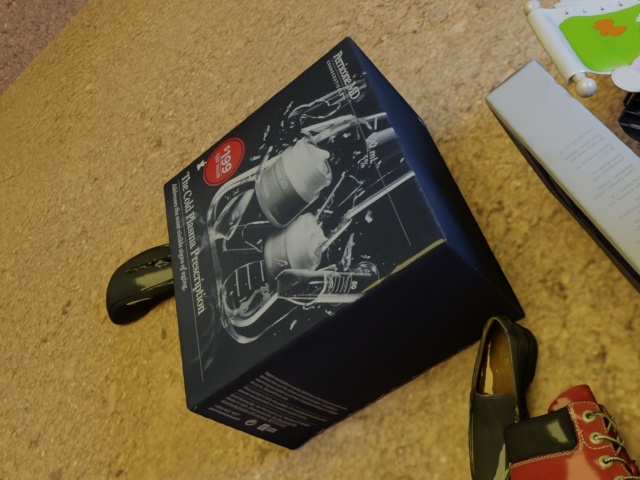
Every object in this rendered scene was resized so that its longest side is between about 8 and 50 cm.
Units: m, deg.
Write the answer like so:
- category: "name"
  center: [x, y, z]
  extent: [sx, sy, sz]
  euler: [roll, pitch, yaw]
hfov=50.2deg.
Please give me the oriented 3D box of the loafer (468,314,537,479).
- category: "loafer"
  center: [0.159, 0.151, 0.629]
  extent: [0.062, 0.061, 0.170]
  euler: [-10, 58, 36]

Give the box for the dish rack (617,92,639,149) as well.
- category: "dish rack"
  center: [0.413, -0.168, 0.609]
  extent: [0.272, 0.074, 0.208]
  euler: [-56, 41, 0]

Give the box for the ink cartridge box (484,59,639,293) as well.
- category: "ink cartridge box"
  center: [0.268, 0.015, 0.535]
  extent: [0.069, 0.175, 0.371]
  euler: [-37, 45, 16]

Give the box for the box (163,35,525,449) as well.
- category: "box"
  center: [0.000, 0.000, 0.784]
  extent: [0.312, 0.179, 0.343]
  euler: [-35, 46, 18]

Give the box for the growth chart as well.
- category: "growth chart"
  center: [0.302, -0.200, 0.594]
  extent: [0.237, 0.021, 0.172]
  euler: [-20, 45, -1]

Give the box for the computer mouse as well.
- category: "computer mouse"
  center: [-0.260, 0.018, 1.092]
  extent: [0.262, 0.060, 0.184]
  euler: [-24, 51, 28]

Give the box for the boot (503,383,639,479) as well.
- category: "boot"
  center: [0.247, 0.190, 0.495]
  extent: [0.244, 0.088, 0.176]
  euler: [-13, 63, 39]
